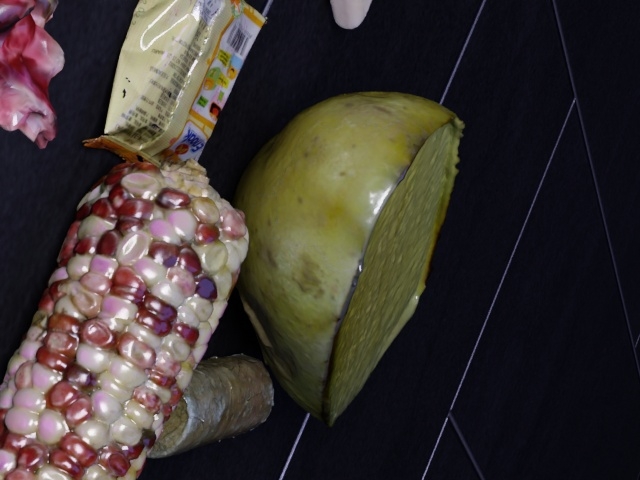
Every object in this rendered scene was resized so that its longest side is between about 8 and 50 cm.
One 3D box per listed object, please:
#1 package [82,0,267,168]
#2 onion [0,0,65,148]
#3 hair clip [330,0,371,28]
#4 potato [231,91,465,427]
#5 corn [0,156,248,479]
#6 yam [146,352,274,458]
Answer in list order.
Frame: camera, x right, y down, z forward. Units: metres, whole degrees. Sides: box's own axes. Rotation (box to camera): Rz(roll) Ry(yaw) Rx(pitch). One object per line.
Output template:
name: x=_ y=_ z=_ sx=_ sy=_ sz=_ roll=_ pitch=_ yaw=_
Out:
package: x=-0.074 y=-0.090 z=0.987 sx=0.121 sy=0.031 sz=0.108 roll=-66 pitch=158 yaw=-4
onion: x=-0.189 y=-0.096 z=0.443 sx=0.283 sy=0.120 sz=0.227 roll=40 pitch=43 yaw=-22
hair clip: x=0.019 y=-0.227 z=1.114 sx=0.072 sy=0.034 sz=0.226 roll=-33 pitch=137 yaw=-54
potato: x=0.000 y=0.000 z=1.128 sx=0.160 sy=0.111 sz=0.272 roll=-56 pitch=168 yaw=-22
corn: x=-0.123 y=0.085 z=0.926 sx=0.280 sy=0.092 sz=0.092 roll=-63 pitch=157 yaw=-16
yam: x=-0.072 y=0.095 z=1.102 sx=0.132 sy=0.054 sz=0.054 roll=-4 pitch=109 yaw=-69
